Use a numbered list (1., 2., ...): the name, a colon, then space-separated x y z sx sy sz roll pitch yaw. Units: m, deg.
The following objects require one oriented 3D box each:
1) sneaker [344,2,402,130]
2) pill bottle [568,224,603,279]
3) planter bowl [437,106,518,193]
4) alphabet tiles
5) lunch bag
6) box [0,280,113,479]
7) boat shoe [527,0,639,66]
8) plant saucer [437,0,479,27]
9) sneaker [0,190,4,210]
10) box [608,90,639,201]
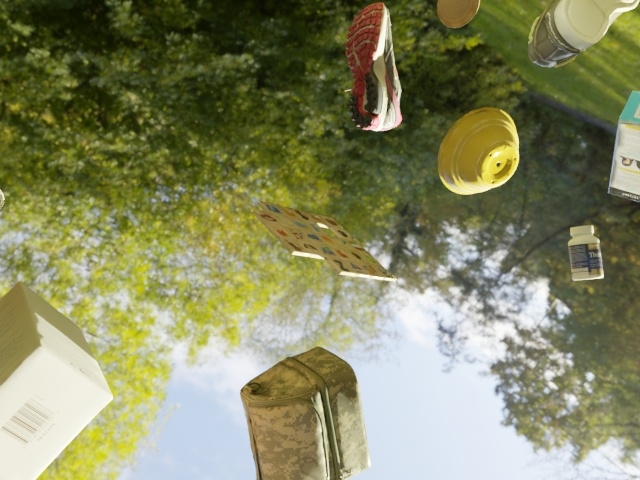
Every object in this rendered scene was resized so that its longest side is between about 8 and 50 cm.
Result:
1. sneaker: 0.132 -0.410 1.565 0.112 0.298 0.121 -2 -175 -38
2. pill bottle: 0.598 0.028 1.488 0.067 0.120 0.067 -6 175 0
3. planter bowl: 0.386 -0.188 1.513 0.217 0.217 0.090 21 -163 -33
4. alphabet tiles: 0.000 0.000 1.121 0.237 0.009 0.198 10 -152 -49
5. lunch bag: -0.047 0.433 1.515 0.256 0.304 0.213 -16 -161 -25
6. box: -0.551 0.250 1.211 0.168 0.215 0.345 48 170 -31
7. boat shoe: 0.423 -0.372 1.054 0.109 0.091 0.305 48 -126 -4
8. plant saucer: 0.237 -0.413 1.142 0.083 0.083 0.015 21 -159 -33
9. sneaker: -0.697 -0.073 1.244 0.262 0.099 0.121 -87 -17 -60
10. box: 0.544 -0.143 1.088 0.101 0.060 0.244 23 166 27
